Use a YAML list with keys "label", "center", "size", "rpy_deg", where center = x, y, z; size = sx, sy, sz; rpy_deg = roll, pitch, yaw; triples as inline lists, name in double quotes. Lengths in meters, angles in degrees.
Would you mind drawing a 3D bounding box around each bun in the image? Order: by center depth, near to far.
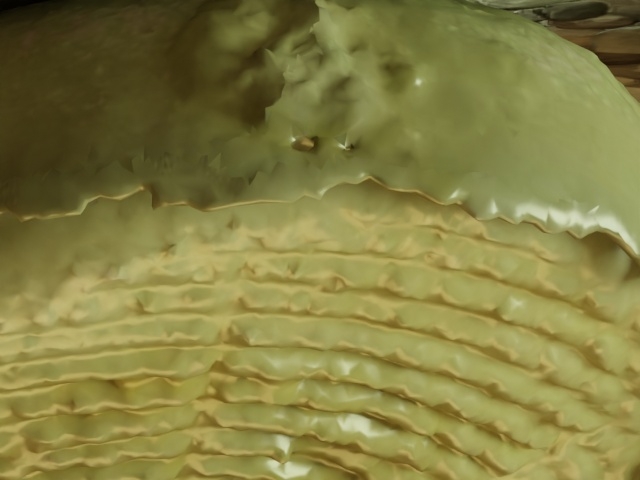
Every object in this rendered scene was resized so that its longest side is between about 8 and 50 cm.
- label: "bun"
  center: [-0.028, 0.016, 0.701]
  size: [0.364, 0.202, 0.364]
  rpy_deg: [-5, 144, -3]
